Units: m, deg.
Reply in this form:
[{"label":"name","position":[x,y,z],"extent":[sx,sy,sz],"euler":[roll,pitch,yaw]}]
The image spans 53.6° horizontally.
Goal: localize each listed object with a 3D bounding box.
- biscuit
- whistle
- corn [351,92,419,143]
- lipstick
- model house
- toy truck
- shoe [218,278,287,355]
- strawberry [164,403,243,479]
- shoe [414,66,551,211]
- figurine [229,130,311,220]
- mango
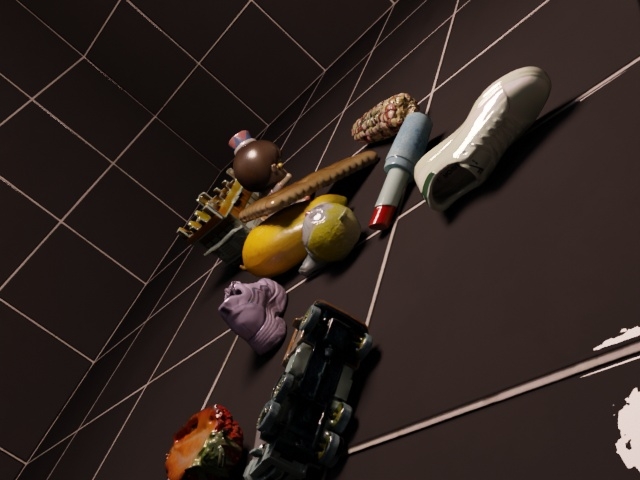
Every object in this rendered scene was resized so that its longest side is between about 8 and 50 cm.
[{"label":"biscuit","position":[-0.031,-0.132,1.520],"extent":[0.325,0.044,0.217],"euler":[-29,6,-26]},{"label":"whistle","position":[0.000,0.000,1.270],"extent":[0.223,0.123,0.122],"euler":[-52,9,50]},{"label":"corn","position":[0.153,-0.284,1.537],"extent":[0.092,0.092,0.280],"euler":[-54,13,-13]},{"label":"lipstick","position":[0.153,-0.130,1.230],"extent":[0.061,0.068,0.273],"euler":[-15,44,50]},{"label":"model house","position":[-0.255,-0.055,1.832],"extent":[0.224,0.215,0.198],"euler":[-35,26,39]},{"label":"toy truck","position":[-0.026,0.219,0.871],"extent":[0.140,0.108,0.256],"euler":[-51,13,49]},{"label":"shoe","position":[-0.142,0.128,1.295],"extent":[0.095,0.137,0.245],"euler":[-41,18,12]},{"label":"strawberry","position":[-0.183,0.343,1.024],"extent":[0.192,0.085,0.140],"euler":[-48,24,25]},{"label":"shoe","position":[0.254,-0.144,0.980],"extent":[0.265,0.095,0.110],"euler":[-45,22,32]},{"label":"figurine","position":[-0.144,-0.181,1.734],"extent":[0.161,0.275,0.158],"euler":[-25,14,46]},{"label":"mango","position":[-0.067,-0.011,1.459],"extent":[0.317,0.119,0.176],"euler":[-30,20,28]}]
